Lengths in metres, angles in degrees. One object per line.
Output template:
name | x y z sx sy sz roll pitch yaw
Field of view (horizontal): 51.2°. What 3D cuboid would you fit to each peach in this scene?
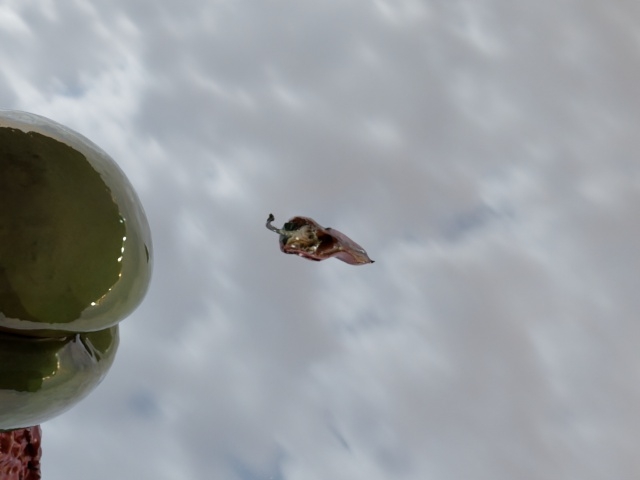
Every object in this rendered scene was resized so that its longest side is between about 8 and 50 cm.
peach | -0.300 0.022 0.596 0.292 0.292 0.247 38 -152 3

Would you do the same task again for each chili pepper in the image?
chili pepper | 0.000 0.000 0.917 0.050 0.059 0.268 44 -165 31

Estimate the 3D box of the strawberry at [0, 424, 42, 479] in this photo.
strawberry | -0.446 0.299 0.856 0.205 0.205 0.244 -17 -82 -28
